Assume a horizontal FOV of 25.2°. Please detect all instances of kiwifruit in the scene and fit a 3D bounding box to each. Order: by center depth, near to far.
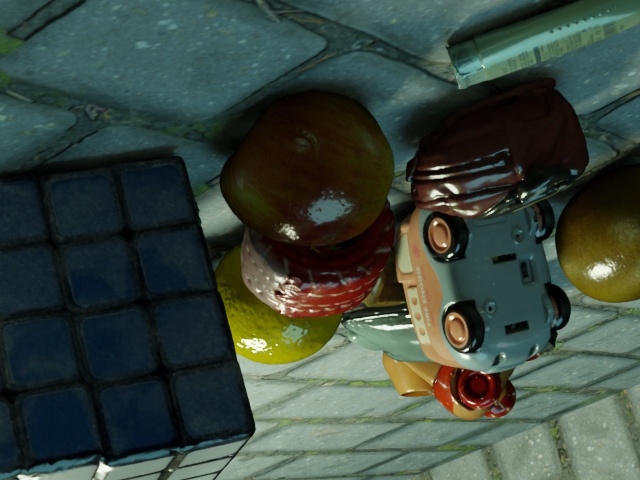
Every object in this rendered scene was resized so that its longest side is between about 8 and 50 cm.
[{"bbox_3d":[0.456,-0.014,2.078,0.196,0.196,0.234,-1,153,-38],"label":"kiwifruit"}]

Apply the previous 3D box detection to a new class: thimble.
[{"bbox_3d":[-0.004,0.005,1.778,0.189,0.163,0.125,-18,160,-15],"label":"thimble"}]

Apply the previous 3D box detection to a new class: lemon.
[{"bbox_3d":[-0.053,0.077,1.907,0.203,0.178,0.178,-8,167,27],"label":"lemon"}]

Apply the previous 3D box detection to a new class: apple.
[{"bbox_3d":[-0.016,-0.076,1.591,0.173,0.160,0.195,16,142,-21],"label":"apple"}]

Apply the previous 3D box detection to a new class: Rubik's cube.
[{"bbox_3d":[-0.300,0.135,1.625,0.337,0.344,0.344,-9,159,-19],"label":"Rubik's cube"}]

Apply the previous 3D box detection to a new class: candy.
[{"bbox_3d":[0.076,0.055,2.097,0.143,0.101,0.271,-13,170,19],"label":"candy"}]

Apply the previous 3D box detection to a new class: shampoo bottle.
[{"bbox_3d":[0.240,-0.220,1.526,0.212,0.049,0.072,-19,165,5],"label":"shampoo bottle"}]

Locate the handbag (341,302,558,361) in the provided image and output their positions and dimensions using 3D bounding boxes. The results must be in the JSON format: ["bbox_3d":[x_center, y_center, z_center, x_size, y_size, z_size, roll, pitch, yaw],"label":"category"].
[{"bbox_3d":[0.201,0.135,2.212,0.332,0.075,0.191,-6,151,37],"label":"handbag"}]

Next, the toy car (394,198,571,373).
[{"bbox_3d":[0.200,0.048,1.968,0.180,0.270,0.212,-10,180,-33],"label":"toy car"}]

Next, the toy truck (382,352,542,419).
[{"bbox_3d":[0.250,0.185,2.525,0.265,0.239,0.189,-59,158,-3],"label":"toy truck"}]

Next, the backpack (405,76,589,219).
[{"bbox_3d":[0.205,-0.098,1.720,0.229,0.139,0.229,-19,180,0],"label":"backpack"}]

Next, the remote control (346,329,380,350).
[{"bbox_3d":[0.192,0.107,2.399,0.296,0.056,0.140,-24,161,18],"label":"remote control"}]
